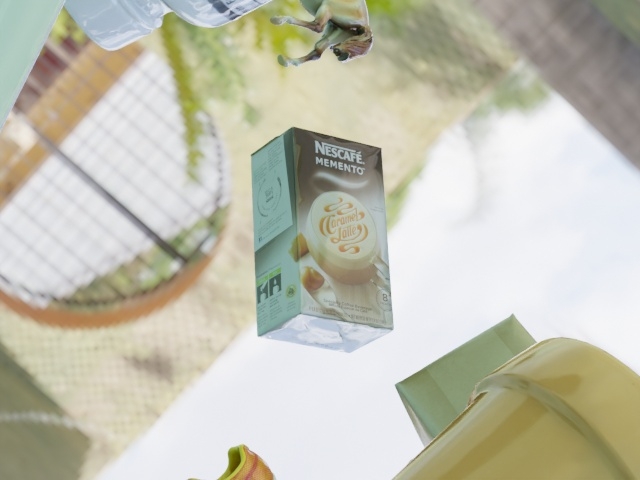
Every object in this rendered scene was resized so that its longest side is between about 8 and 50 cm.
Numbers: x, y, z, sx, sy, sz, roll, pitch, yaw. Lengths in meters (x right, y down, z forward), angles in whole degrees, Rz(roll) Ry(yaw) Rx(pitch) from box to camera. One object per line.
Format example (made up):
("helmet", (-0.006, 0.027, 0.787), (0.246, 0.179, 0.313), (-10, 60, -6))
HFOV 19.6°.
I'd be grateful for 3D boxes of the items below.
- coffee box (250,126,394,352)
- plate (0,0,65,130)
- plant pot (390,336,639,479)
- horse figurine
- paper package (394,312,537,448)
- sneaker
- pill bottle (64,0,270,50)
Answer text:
("coffee box", (0.000, 0.000, 2.273), (0.098, 0.141, 0.246), (-32, -125, 49))
("plate", (-0.233, -0.110, 1.221), (0.277, 0.045, 0.278), (-37, -151, 52))
("plant pot", (0.159, 0.247, 1.399), (0.203, 0.291, 0.291), (-27, -176, -22))
("horse figurine", (-0.012, -0.298, 2.273), (0.174, 0.263, 0.066), (-16, 145, -33))
("paper package", (0.260, 0.299, 2.117), (0.168, 0.309, 0.325), (-31, -139, -6))
("sneaker", (-0.113, 0.253, 1.653), (0.175, 0.067, 0.064), (-48, -169, -31))
("pill bottle", (-0.061, -0.277, 1.470), (0.318, 0.176, 0.176), (-26, -162, 13))
